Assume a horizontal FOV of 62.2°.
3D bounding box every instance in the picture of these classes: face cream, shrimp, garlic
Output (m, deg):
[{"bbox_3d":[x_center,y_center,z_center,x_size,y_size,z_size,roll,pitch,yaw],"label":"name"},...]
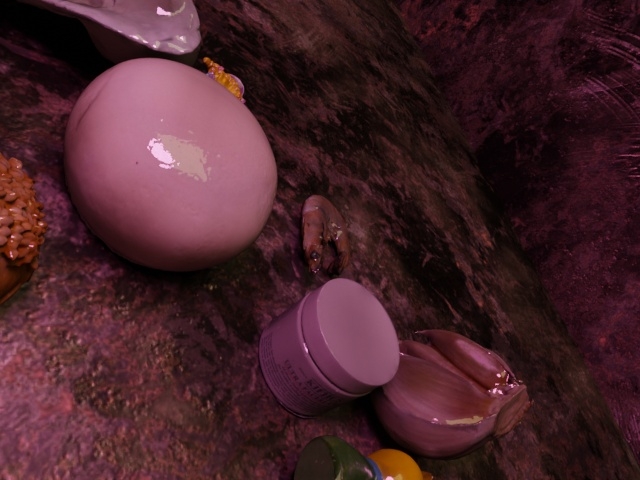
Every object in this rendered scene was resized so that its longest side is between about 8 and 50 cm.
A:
[{"bbox_3d":[0.012,0.170,0.834,0.177,0.153,0.177,30,40,-28],"label":"face cream"},{"bbox_3d":[0.010,0.009,1.071,0.145,0.059,0.254,43,28,-33],"label":"shrimp"},{"bbox_3d":[0.207,0.261,0.926,0.237,0.292,0.210,-62,149,-21],"label":"garlic"}]

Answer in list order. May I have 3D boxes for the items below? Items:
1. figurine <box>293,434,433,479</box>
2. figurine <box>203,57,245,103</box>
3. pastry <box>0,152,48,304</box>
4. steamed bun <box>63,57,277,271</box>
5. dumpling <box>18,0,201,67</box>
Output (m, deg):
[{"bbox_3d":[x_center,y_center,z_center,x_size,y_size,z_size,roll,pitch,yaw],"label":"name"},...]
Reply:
[{"bbox_3d":[0.068,0.381,0.745,0.234,0.127,0.185,39,39,-38],"label":"figurine"},{"bbox_3d":[-0.211,-0.297,1.036,0.115,0.095,0.156,55,27,-18],"label":"figurine"},{"bbox_3d":[-0.409,-0.029,0.487,0.255,0.162,0.311,56,34,0],"label":"pastry"},{"bbox_3d":[-0.204,-0.118,0.783,0.324,0.206,0.324,32,37,-29],"label":"steamed bun"},{"bbox_3d":[-0.316,-0.396,0.874,0.270,0.320,0.212,27,82,-23],"label":"dumpling"}]
